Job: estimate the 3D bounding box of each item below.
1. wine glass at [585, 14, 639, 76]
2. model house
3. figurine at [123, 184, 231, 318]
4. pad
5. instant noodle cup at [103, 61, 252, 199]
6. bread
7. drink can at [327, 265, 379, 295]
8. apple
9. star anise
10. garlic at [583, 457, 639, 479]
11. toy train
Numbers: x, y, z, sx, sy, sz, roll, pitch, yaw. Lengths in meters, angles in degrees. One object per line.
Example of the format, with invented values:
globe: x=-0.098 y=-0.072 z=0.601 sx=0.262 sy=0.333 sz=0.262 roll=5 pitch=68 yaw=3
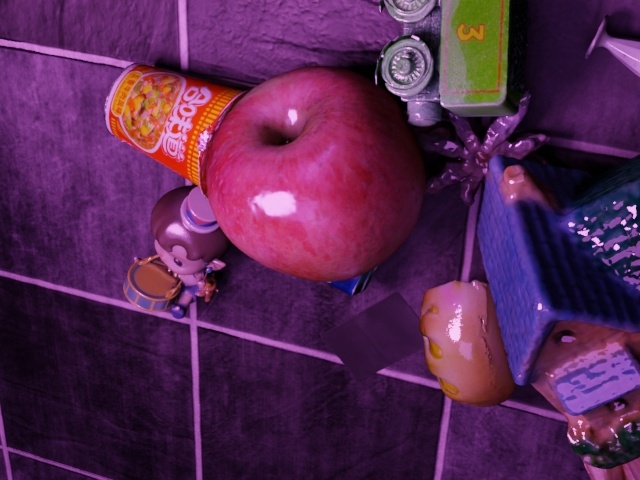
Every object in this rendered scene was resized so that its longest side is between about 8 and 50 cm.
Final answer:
wine glass: x=0.437 y=-0.242 z=1.299 sx=0.155 sy=0.073 sz=0.073 roll=28 pitch=126 yaw=11
model house: x=0.409 y=0.034 z=1.269 sx=0.382 sy=0.334 sz=0.342 roll=-29 pitch=130 yaw=22
figurine: x=-0.234 y=0.004 z=1.670 sx=0.161 sy=0.158 sz=0.275 roll=42 pitch=129 yaw=22
pad: x=0.100 y=0.172 z=1.723 sx=0.193 sy=0.004 sz=0.116 roll=-32 pitch=102 yaw=35
instant noodle cup: x=-0.224 y=-0.187 z=1.554 sx=0.212 sy=0.193 sz=0.193 roll=25 pitch=125 yaw=18
bread: x=0.231 y=0.174 z=1.574 sx=0.158 sy=0.156 sz=0.260 roll=-6 pitch=115 yaw=24
drink can: x=0.000 y=0.000 z=1.596 sx=0.205 sy=0.118 sz=0.118 roll=26 pitch=125 yaw=6
apple: x=-0.003 y=-0.085 z=1.413 sx=0.345 sy=0.344 sz=0.269 roll=-3 pitch=139 yaw=25
star anise: x=0.242 y=-0.132 z=1.430 sx=0.236 sy=0.093 sz=0.229 roll=31 pitch=126 yaw=6
garlic: x=0.522 y=0.348 z=1.525 sx=0.237 sy=0.210 sz=0.292 roll=-35 pitch=92 yaw=28
toy train: x=0.181 y=-0.276 z=1.313 sx=0.188 sy=0.132 sz=0.243 roll=0 pitch=88 yaw=21
